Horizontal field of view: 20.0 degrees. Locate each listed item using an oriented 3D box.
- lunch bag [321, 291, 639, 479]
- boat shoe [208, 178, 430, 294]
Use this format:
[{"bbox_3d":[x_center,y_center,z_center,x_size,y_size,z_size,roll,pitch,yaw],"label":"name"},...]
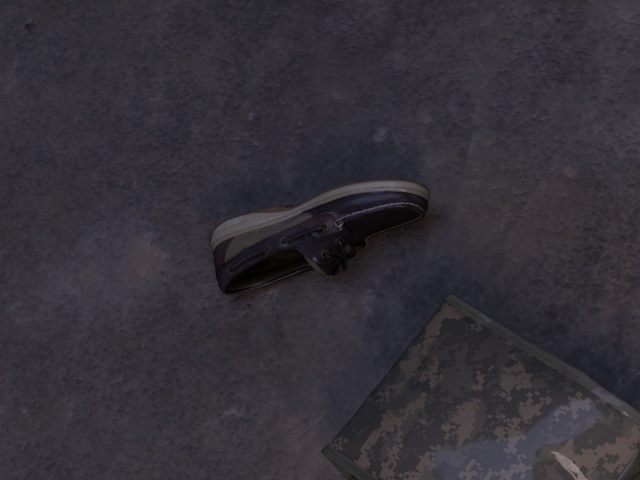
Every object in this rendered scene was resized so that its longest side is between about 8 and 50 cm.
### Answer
[{"bbox_3d":[0.193,0.232,1.926,0.287,0.169,0.235,32,79,36],"label":"lunch bag"},{"bbox_3d":[0.000,0.000,2.167,0.285,0.103,0.092,-14,65,19],"label":"boat shoe"}]
